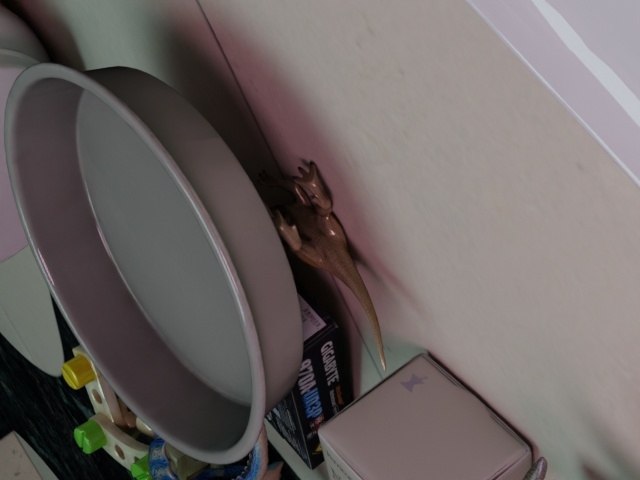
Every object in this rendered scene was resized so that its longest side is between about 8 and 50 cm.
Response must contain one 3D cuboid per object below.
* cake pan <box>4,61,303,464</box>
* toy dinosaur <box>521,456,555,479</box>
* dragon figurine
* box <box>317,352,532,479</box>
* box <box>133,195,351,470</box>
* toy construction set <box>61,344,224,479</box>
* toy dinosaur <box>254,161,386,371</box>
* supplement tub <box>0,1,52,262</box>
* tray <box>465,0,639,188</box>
[{"bbox_3d":[-0.111,0.009,1.065,0.293,0.054,0.293,38,144,35],"label":"cake pan"},{"bbox_3d":[0.171,0.204,0.870,0.160,0.121,0.313,27,143,33],"label":"toy dinosaur"},{"bbox_3d":[-0.110,0.218,1.335,0.144,0.085,0.289,10,153,2],"label":"dragon figurine"},{"bbox_3d":[0.081,0.211,1.077,0.113,0.094,0.275,41,156,38],"label":"box"},{"bbox_3d":[-0.051,0.061,1.187,0.175,0.051,0.220,47,166,24],"label":"box"},{"bbox_3d":[-0.145,0.253,1.601,0.215,0.151,0.327,36,155,33],"label":"toy construction set"},{"bbox_3d":[0.000,0.000,1.028,0.183,0.053,0.092,46,175,49],"label":"toy dinosaur"},{"bbox_3d":[-0.379,-0.141,1.400,0.331,0.241,0.241,42,156,36],"label":"supplement tub"},{"bbox_3d":[0.127,-0.081,0.598,0.270,0.030,0.145,50,159,18],"label":"tray"}]
